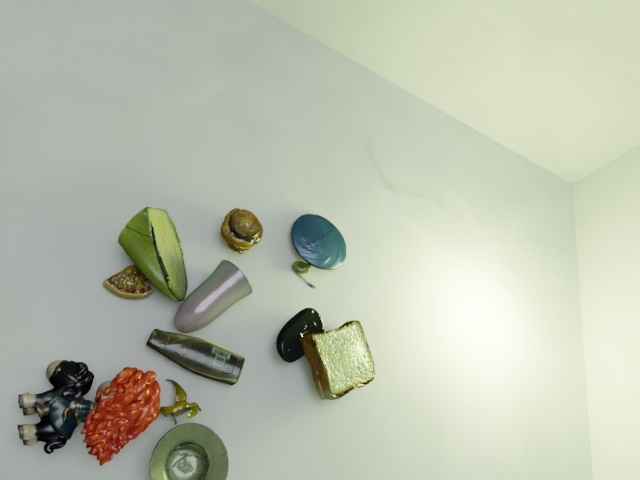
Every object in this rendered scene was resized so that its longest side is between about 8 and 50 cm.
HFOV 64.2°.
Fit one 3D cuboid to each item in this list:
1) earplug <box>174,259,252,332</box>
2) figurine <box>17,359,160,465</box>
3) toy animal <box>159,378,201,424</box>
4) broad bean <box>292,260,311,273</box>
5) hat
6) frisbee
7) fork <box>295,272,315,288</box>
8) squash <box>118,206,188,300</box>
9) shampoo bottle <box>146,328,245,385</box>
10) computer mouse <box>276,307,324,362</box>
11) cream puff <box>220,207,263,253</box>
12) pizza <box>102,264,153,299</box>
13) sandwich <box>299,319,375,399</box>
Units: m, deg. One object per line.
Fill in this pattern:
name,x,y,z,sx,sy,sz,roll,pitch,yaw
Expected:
earplug,-0.422,0.232,1.920,0.172,0.172,0.301,47,61,-1
figurine,-0.719,0.519,1.593,0.411,0.241,0.306,13,36,-2
toy animal,-0.480,0.581,1.761,0.095,0.155,0.219,-42,46,-12
broad bean,-0.082,0.118,2.216,0.083,0.045,0.063,11,51,-17
hat,-0.440,0.736,1.670,0.257,0.130,0.258,12,62,-24
frisbee,0.003,-0.003,2.292,0.289,0.049,0.290,18,51,-24
fork,-0.067,0.173,2.219,0.115,0.012,0.016,39,51,-1
squash,-0.566,0.061,1.871,0.210,0.233,0.309,-45,86,1
shampoo bottle,-0.452,0.413,1.849,0.349,0.084,0.126,25,55,-15
computer mouse,-0.094,0.384,2.051,0.269,0.086,0.138,-41,105,-44
cream puff,-0.328,-0.034,2.105,0.188,0.129,0.189,17,51,-22
pizza,-0.701,0.147,1.866,0.174,0.046,0.134,8,64,-25
sandwich,0.081,0.478,2.057,0.301,0.099,0.272,-8,80,-47
